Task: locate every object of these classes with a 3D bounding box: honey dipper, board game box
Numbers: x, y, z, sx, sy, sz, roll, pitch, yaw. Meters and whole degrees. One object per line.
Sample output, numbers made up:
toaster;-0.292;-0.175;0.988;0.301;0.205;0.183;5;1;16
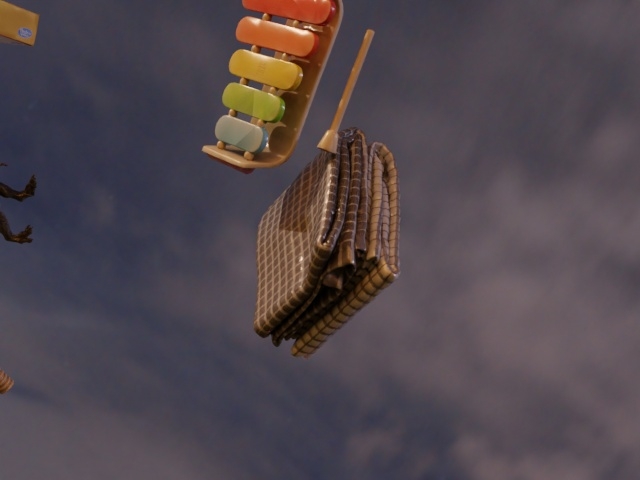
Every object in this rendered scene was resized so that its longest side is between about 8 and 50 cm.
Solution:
honey dipper;-0.560;0.186;1.944;0.030;0.030;0.160;-9;-50;46
board game box;-0.720;-0.437;2.232;0.242;0.064;0.316;10;-1;31

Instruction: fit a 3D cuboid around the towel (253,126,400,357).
towel;0.000;0.000;1.750;0.121;0.283;0.235;28;-49;-22

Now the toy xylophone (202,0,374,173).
toy xylophone;-0.047;-0.246;1.759;0.081;0.322;0.236;17;-3;-43

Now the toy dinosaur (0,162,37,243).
toy dinosaur;-0.496;-0.049;1.836;0.064;0.118;0.268;-136;-126;-63
